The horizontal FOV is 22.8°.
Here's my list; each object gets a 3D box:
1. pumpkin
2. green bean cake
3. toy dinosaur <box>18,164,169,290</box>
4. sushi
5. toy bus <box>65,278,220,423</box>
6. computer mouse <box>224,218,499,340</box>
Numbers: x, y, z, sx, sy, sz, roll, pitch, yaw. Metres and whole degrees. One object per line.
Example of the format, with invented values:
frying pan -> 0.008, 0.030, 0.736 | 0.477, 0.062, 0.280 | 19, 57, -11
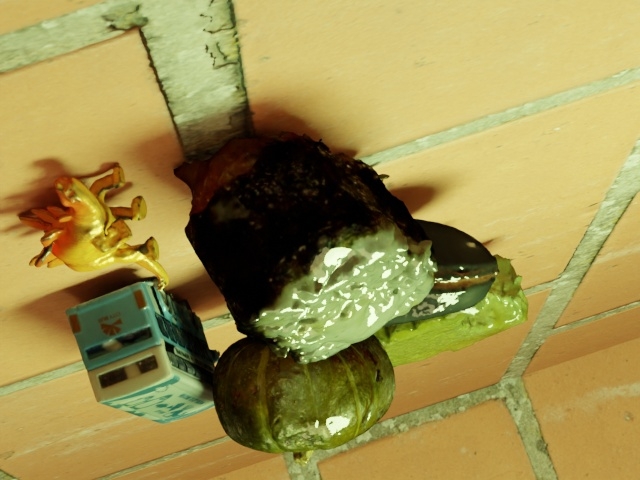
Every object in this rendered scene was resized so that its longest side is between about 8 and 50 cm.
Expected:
pumpkin -> -0.020, 0.182, 1.846 | 0.219, 0.162, 0.219 | -6, -174, 1
green bean cake -> 0.133, 0.079, 2.060 | 0.233, 0.124, 0.236 | -23, 165, 20
toy dinosaur -> -0.212, -0.001, 1.444 | 0.117, 0.070, 0.288 | -9, 162, 4
sushi -> 0.000, 0.000, 1.505 | 0.196, 0.182, 0.343 | -26, 165, 9
toy bus -> -0.194, 0.129, 1.816 | 0.106, 0.131, 0.297 | -21, 166, 4
computer mouse -> 0.041, 0.038, 1.801 | 0.323, 0.116, 0.183 | -9, -179, 20
